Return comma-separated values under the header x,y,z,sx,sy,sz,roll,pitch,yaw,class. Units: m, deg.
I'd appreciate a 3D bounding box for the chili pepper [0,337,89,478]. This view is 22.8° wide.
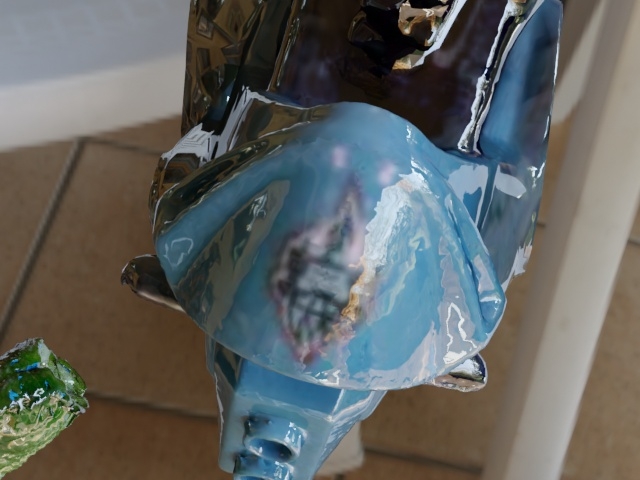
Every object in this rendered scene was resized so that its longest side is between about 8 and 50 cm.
x,y,z,sx,sy,sz,roll,pitch,yaw,class
-0.213,0.136,0.797,0.224,0.098,0.061,-42,92,6,chili pepper

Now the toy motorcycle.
x,y,z,sx,sy,sz,roll,pitch,yaw,class
0.000,0.000,0.680,0.172,0.416,0.232,18,60,-2,toy motorcycle
